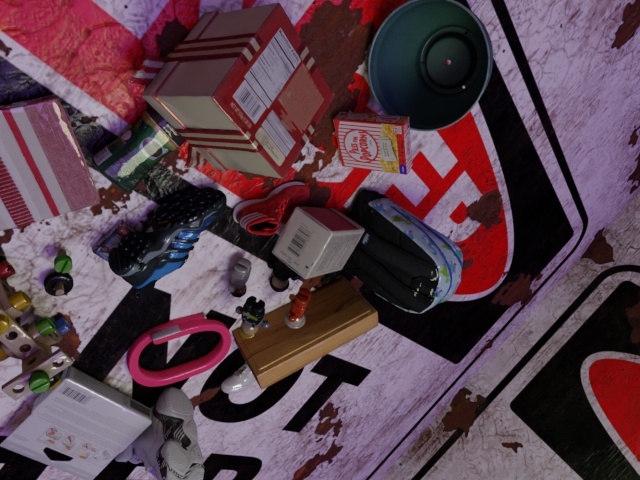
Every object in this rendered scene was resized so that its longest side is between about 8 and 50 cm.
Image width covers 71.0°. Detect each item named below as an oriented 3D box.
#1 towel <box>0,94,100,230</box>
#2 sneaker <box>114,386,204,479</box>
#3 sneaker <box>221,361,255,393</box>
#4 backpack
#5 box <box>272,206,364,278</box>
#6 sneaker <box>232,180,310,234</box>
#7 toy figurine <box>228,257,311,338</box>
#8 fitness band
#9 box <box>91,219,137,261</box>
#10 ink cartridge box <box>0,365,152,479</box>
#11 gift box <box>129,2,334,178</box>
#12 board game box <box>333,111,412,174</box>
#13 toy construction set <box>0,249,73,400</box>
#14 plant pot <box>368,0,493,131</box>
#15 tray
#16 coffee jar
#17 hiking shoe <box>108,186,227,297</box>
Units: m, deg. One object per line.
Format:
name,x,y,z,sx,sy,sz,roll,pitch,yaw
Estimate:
towel,-0.617,-0.122,0.833,0.328,0.037,0.237,-20,132,-21
sneaker,-0.451,0.610,1.255,0.210,0.366,0.137,-41,126,7
sneaker,-0.234,0.420,1.477,0.212,0.080,0.094,-21,119,-31
backpack,0.246,0.052,1.345,0.273,0.355,0.290,-1,120,-36
box,0.000,0.000,1.234,0.149,0.126,0.232,-60,159,16
sneaker,-0.104,-0.072,1.166,0.221,0.128,0.087,-27,133,-17
toy figurine,-0.145,0.152,1.246,0.209,0.213,0.148,-10,142,-26
fitness band,-0.401,0.316,1.292,0.290,0.054,0.209,-12,129,-28
box,-0.450,0.026,1.061,0.094,0.027,0.137,-45,135,-2
ink cartridge box,-0.639,0.495,1.198,0.239,0.060,0.275,-44,121,1
gift box,-0.177,-0.274,0.867,0.277,0.258,0.255,-56,137,-19
board game box,0.138,-0.254,1.167,0.045,0.193,0.147,-54,144,-36
toy construction set,-0.648,0.201,0.897,0.308,0.237,0.258,-10,126,-30
plant pot,0.291,-0.435,1.110,0.196,0.292,0.293,-35,142,-49
tray,-0.046,0.273,1.401,0.410,0.203,0.076,-24,130,-20
coffee jar,-0.367,-0.193,0.926,0.184,0.079,0.096,-42,136,-2
hiking shoe,-0.343,-0.008,1.056,0.304,0.113,0.132,-40,147,-18
